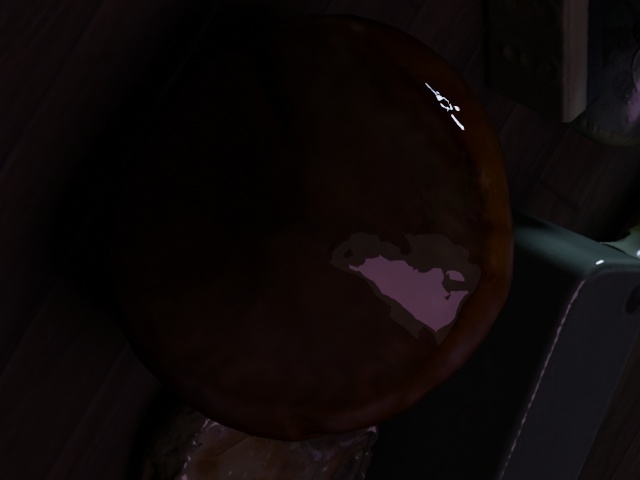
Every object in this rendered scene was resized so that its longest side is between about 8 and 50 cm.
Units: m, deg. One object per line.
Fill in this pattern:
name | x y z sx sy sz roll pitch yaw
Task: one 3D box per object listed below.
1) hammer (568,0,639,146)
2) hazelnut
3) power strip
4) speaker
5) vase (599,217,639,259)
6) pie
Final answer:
hammer | 0.373 -0.204 1.954 0.305 0.113 0.202 -8 124 -60
hazelnut | 0.000 0.000 1.441 0.372 0.315 0.372 -39 164 -14
power strip | 0.214 -0.230 1.707 0.070 0.105 0.256 -38 140 -29
speaker | 0.179 0.171 1.884 0.183 0.184 0.406 2 113 -53
vase | 0.455 -0.051 2.113 0.321 0.173 0.173 -45 143 -13
pie | -0.054 0.214 1.716 0.337 0.075 0.337 -34 142 -32
